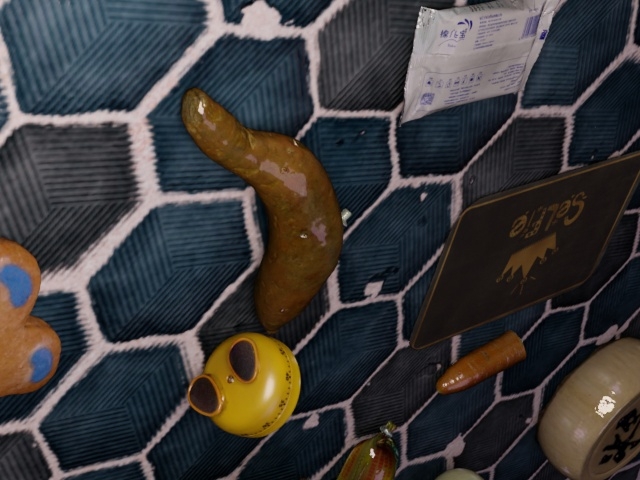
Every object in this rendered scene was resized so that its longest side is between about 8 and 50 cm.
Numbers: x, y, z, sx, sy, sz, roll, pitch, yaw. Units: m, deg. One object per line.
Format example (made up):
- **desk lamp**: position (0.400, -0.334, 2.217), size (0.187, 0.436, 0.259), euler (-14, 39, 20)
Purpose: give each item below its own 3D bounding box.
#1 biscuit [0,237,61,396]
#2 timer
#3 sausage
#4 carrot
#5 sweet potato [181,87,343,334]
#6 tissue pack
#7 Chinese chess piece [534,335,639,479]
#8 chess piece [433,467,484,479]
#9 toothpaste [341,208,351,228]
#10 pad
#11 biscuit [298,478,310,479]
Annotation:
- **biscuit**: position (-0.352, 0.138, 0.941), size (0.324, 0.049, 0.205), euler (-29, 144, -21)
- **timer**: position (-0.066, 0.147, 1.207), size (0.107, 0.107, 0.109), euler (-53, 143, 10)
- **sausage**: position (0.016, 0.402, 1.551), size (0.082, 0.082, 0.371), euler (20, 96, -54)
- **carrot**: position (0.211, 0.168, 1.586), size (0.139, 0.048, 0.048), euler (-25, 141, -27)
- **sweet potato**: position (-0.035, -0.023, 1.088), size (0.108, 0.079, 0.346), euler (-26, 140, -8)
- **tissue pack**: position (0.157, -0.183, 1.173), size (0.193, 0.026, 0.122), euler (-17, 136, -37)
- **Chinese chess piece**: position (0.468, 0.277, 1.932), size (0.257, 0.104, 0.257), euler (-30, 144, -25)
- **chess piece**: position (0.153, 0.409, 1.708), size (0.251, 0.144, 0.144), euler (-19, 138, -42)
- **toothpaste**: position (0.000, 0.000, 1.203), size (0.083, 0.019, 0.027), euler (-46, 164, 8)
- **pad**: position (0.296, 0.000, 1.488), size (0.375, 0.063, 0.315), euler (-18, 137, -36)
- **biscuit**: position (-0.085, 0.453, 1.382), size (0.365, 0.062, 0.385), euler (-64, 175, 17)
